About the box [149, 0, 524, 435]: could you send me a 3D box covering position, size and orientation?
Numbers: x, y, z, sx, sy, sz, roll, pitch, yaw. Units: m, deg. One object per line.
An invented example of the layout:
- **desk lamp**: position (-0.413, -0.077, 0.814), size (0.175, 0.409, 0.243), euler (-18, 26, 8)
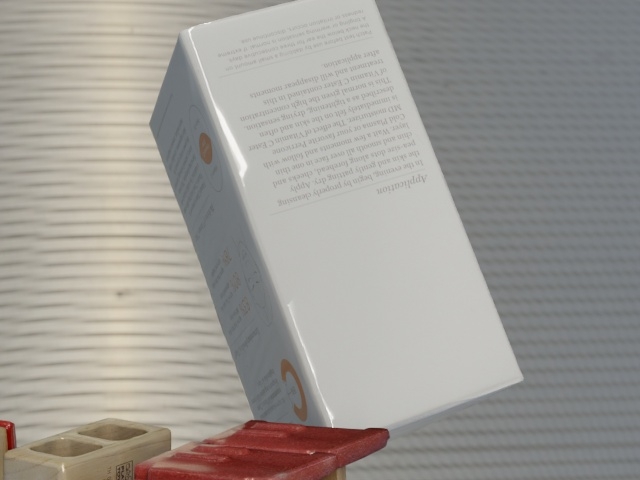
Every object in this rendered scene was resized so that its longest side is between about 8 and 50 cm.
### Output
- **box**: position (0.000, 0.000, 1.197), size (0.168, 0.215, 0.345), euler (-17, 79, -18)

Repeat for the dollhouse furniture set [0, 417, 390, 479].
- **dollhouse furniture set**: position (-0.142, 0.227, 1.013), size (0.374, 0.201, 0.152), euler (2, 6, 31)
